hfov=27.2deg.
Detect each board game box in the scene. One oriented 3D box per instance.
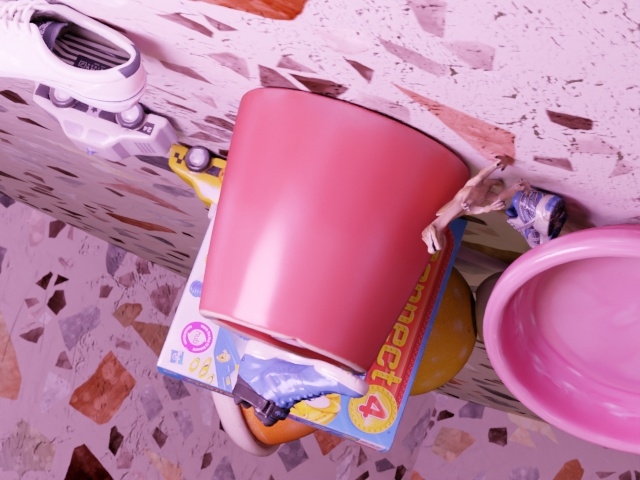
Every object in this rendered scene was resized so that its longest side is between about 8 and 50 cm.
[{"bbox_3d":[-0.010,0.069,1.648,0.302,0.308,0.086,20,169,-1],"label":"board game box"}]

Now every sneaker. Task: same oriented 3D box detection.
[{"bbox_3d":[-0.298,-0.214,1.350,0.258,0.094,0.091,16,153,-3],"label":"sneaker"},{"bbox_3d":[-0.025,0.166,1.414,0.152,0.084,0.058,16,170,24],"label":"sneaker"},{"bbox_3d":[0.231,-0.025,1.426,0.058,0.052,0.135,27,166,17],"label":"sneaker"}]

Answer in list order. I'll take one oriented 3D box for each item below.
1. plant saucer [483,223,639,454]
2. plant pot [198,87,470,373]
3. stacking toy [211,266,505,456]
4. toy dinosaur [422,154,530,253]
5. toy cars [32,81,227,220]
[{"bbox_3d":[0.344,0.100,1.412,0.332,0.084,0.332,13,137,13],"label":"plant saucer"},{"bbox_3d":[0.000,0.000,1.426,0.275,0.243,0.275,19,171,3],"label":"plant pot"},{"bbox_3d":[0.097,0.120,1.859,0.480,0.351,0.350,-5,164,15],"label":"stacking toy"},{"bbox_3d":[0.160,-0.050,1.336,0.092,0.183,0.053,-25,97,41],"label":"toy dinosaur"},{"bbox_3d":[-0.206,-0.101,1.754,0.393,0.087,0.176,25,169,-31],"label":"toy cars"}]
